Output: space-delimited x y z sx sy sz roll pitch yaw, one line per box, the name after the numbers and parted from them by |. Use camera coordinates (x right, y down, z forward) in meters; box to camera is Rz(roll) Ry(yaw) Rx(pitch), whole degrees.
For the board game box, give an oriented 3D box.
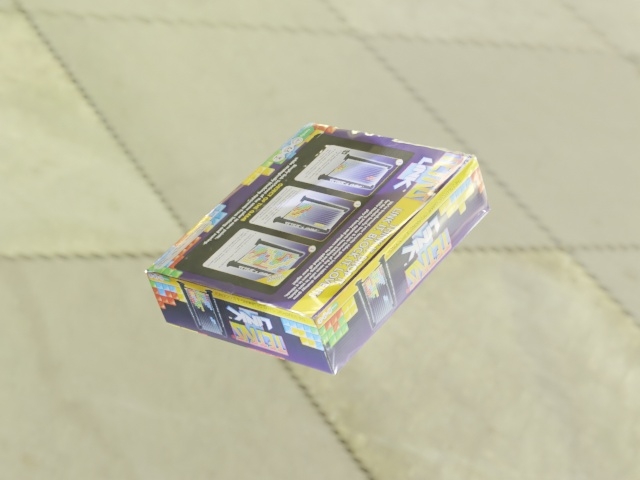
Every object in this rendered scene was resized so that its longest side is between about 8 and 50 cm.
0.000 0.000 1.141 0.141 0.048 0.170 16 47 38 | board game box
